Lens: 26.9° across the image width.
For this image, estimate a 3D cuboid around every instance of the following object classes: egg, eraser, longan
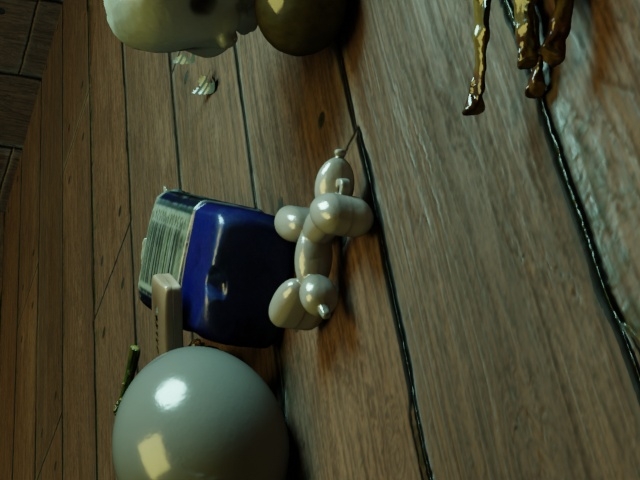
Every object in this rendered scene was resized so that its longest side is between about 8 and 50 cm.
[{"bbox_3d":[-0.121,0.200,1.346,0.232,0.176,0.176,-115,38,-63],"label":"egg"},{"bbox_3d":[-0.128,0.025,1.553,0.332,0.101,0.155,-166,85,-69],"label":"eraser"},{"bbox_3d":[-0.021,-0.240,1.377,0.119,0.106,0.106,122,154,-79],"label":"longan"}]

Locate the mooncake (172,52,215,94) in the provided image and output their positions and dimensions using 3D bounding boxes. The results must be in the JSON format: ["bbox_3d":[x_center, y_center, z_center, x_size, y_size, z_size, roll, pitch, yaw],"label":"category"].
[{"bbox_3d":[-0.188,-0.349,1.937,0.150,0.057,0.347,113,156,-66],"label":"mooncake"}]

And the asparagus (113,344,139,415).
[{"bbox_3d":[-0.299,0.218,2.065,0.015,0.018,0.127,-41,-29,-64],"label":"asparagus"}]

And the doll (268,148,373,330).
[{"bbox_3d":[0.000,0.000,1.268,0.160,0.059,0.161,150,126,-65],"label":"doll"}]

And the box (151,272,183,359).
[{"bbox_3d":[-0.167,0.095,1.463,0.048,0.025,0.115,-136,42,-59],"label":"box"}]

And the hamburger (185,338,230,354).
[{"bbox_3d":[-0.160,0.230,1.551,0.231,0.106,0.231,-172,90,-75],"label":"hamburger"}]

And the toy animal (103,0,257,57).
[{"bbox_3d":[-0.119,-0.323,1.446,0.249,0.174,0.289,-64,-5,24],"label":"toy animal"}]

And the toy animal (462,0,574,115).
[{"bbox_3d":[0.127,-0.204,1.010,0.275,0.054,0.149,-106,28,-44],"label":"toy animal"}]
